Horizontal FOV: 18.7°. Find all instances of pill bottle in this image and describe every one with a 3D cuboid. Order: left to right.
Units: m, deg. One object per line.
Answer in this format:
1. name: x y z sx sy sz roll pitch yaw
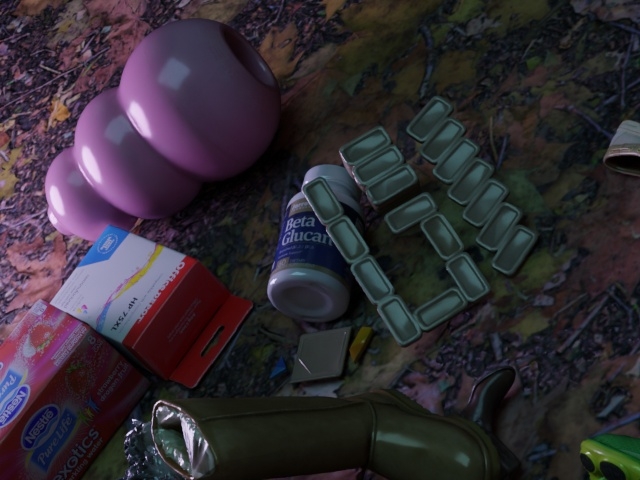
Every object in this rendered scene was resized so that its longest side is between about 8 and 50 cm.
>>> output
1. pill bottle: 0.000 0.000 2.205 0.094 0.094 0.169 -12 48 31

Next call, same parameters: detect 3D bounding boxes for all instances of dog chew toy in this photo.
1. dog chew toy: -0.209 -0.123 2.415 0.332 0.206 0.206 -39 39 17

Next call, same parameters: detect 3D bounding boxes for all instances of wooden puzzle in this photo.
1. wooden puzzle: 0.003 0.128 2.153 0.116 0.014 0.078 -5 48 36

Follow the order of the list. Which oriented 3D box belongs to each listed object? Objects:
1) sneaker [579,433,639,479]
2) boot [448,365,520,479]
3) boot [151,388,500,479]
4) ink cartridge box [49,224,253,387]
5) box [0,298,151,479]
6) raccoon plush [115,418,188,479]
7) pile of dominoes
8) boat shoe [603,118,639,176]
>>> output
1. sneaker: 0.367 0.215 1.730 0.295 0.109 0.123 4 37 42
2. boot: 0.177 0.193 1.934 0.106 0.037 0.114 -49 35 12
3. boot: 0.005 0.210 1.889 0.236 0.269 0.089 19 105 55
4. ink cartridge box: -0.203 0.078 2.313 0.231 0.078 0.134 19 68 46
5. box: -0.339 0.215 2.262 0.122 0.128 0.257 23 71 48
6. raccoon plush: -0.221 0.299 1.906 0.299 0.446 0.216 30 109 50
7. pile of dominoes: 0.114 -0.021 2.141 0.196 0.040 0.251 -30 62 -2
8. boat shoe: 0.359 -0.077 2.015 0.059 0.063 0.170 -52 31 -8
